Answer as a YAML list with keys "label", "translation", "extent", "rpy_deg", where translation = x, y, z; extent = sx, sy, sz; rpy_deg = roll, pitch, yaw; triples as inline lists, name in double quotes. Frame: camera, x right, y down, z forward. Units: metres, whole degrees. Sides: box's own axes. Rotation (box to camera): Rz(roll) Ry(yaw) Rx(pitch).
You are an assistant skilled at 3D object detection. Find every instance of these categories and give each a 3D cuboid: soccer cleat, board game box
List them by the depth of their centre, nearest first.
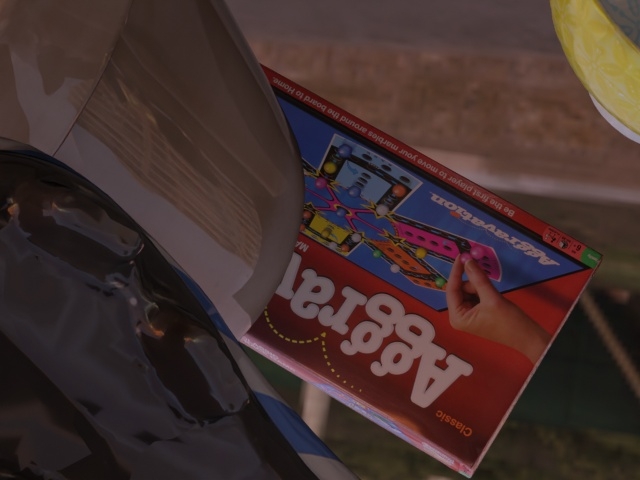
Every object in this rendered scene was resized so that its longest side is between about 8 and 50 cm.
- label: "soccer cleat"
  translation: [-0.031, 0.102, 0.491]
  extent: [0.143, 0.116, 0.331]
  rpy_deg: [9, 137, 58]
- label: "board game box"
  translation: [0.000, 0.000, 1.014]
  extent: [0.281, 0.145, 0.027]
  rpy_deg: [30, 164, 12]

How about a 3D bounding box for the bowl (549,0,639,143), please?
- label: "bowl"
  translation: [0.295, -0.161, 1.425]
  extent: [0.289, 0.289, 0.156]
  rpy_deg: [9, 144, -16]

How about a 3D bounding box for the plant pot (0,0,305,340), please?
- label: "plant pot"
  translation: [-0.159, -0.061, 0.847]
  extent: [0.323, 0.323, 0.280]
  rpy_deg: [7, 160, 37]
